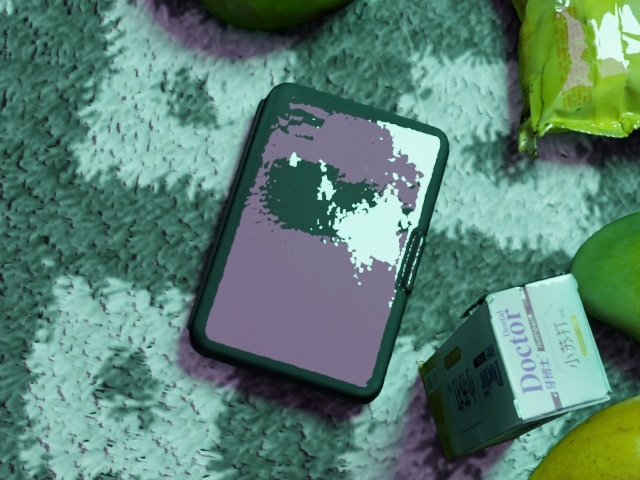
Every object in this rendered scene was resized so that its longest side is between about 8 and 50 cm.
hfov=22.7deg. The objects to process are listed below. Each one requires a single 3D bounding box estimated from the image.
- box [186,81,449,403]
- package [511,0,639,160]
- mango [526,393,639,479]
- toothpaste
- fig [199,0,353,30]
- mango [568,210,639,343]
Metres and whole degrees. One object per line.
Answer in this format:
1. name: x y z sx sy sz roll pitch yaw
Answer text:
1. box: 0.000 0.000 1.254 0.160 0.050 0.230 17 76 0
2. package: 0.220 -0.176 1.293 0.168 0.090 0.226 -5 75 -2
3. mango: 0.272 0.194 1.190 0.257 0.138 0.187 8 94 1
4. toothpaste: 0.128 0.094 1.107 0.071 0.313 0.089 -14 79 -7
5. fig: -0.038 -0.267 1.256 0.181 0.191 0.181 -13 50 16
6. mango: 0.291 0.039 1.252 0.194 0.092 0.130 4 79 6
